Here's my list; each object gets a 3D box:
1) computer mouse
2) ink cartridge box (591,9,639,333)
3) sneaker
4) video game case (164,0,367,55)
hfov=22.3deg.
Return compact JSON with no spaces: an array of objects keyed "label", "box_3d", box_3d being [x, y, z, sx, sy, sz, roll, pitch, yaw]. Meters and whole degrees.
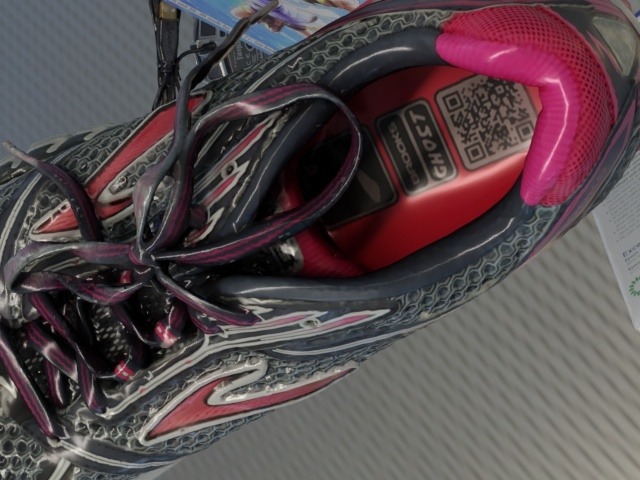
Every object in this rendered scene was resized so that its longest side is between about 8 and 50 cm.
[{"label":"computer mouse","box_3d":[-0.091,-0.159,1.344,0.042,0.193,0.106,-3,99,26]},{"label":"ink cartridge box","box_3d":[0.241,-0.076,0.888,0.223,0.224,0.045,-39,125,23]},{"label":"sneaker","box_3d":[-0.041,0.003,0.493,0.299,0.112,0.121,-32,93,16]},{"label":"video game case","box_3d":[-0.015,-0.190,1.007,0.269,0.061,0.244,26,159,-13]}]
